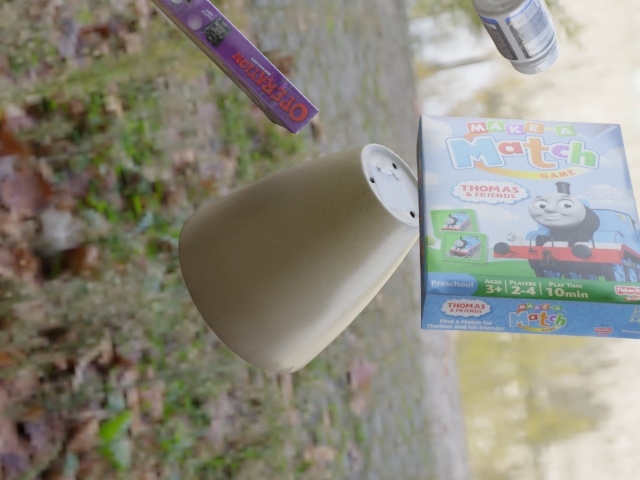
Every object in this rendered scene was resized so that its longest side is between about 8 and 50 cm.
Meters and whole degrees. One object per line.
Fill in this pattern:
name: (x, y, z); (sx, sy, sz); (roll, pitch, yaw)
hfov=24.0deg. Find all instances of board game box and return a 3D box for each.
board game box: (-0.151, -0.274, 1.885); (0.347, 0.056, 0.208); (44, -5, -12)
board game box: (0.152, -0.015, 1.111); (0.211, 0.160, 0.039); (-88, 180, -51)

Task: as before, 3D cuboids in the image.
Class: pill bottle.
pill bottle: (0.240, -0.265, 1.829); (0.137, 0.078, 0.078); (49, 35, -52)

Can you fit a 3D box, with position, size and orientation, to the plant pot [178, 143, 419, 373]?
plant pot: (0.000, 0.000, 1.970); (0.256, 0.274, 0.256); (35, 36, -31)
